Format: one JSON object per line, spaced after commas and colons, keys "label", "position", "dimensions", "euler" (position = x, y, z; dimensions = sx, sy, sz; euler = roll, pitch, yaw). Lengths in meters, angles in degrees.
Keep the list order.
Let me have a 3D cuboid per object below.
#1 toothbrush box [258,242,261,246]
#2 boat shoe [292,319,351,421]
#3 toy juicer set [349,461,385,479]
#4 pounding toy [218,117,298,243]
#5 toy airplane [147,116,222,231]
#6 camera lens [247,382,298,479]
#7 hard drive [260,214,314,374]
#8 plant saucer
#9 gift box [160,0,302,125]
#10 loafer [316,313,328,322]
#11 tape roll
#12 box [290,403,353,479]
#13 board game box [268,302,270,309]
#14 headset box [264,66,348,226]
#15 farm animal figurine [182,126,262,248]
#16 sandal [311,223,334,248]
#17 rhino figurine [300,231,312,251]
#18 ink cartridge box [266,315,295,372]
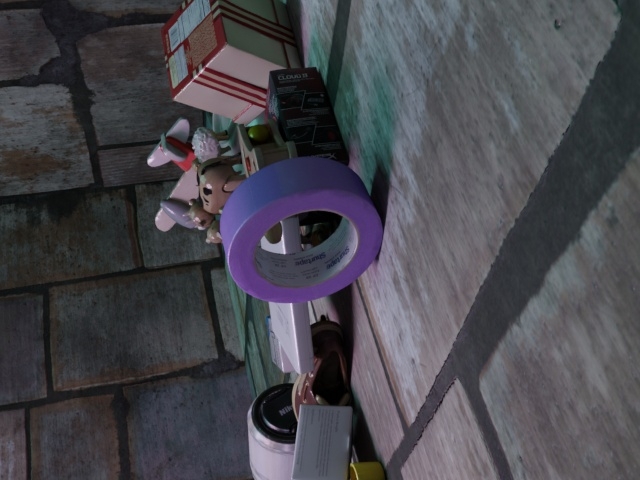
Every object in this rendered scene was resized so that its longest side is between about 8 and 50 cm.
{"label": "toothbrush box", "position": [-0.161, -0.033, 2.154], "dimensions": [0.295, 0.126, 0.216], "euler": [114, 147, -68]}
{"label": "boat shoe", "position": [0.010, 0.352, 1.683], "dimensions": [0.123, 0.123, 0.342], "euler": [-116, 28, -56]}
{"label": "toy juicer set", "position": [0.118, 0.616, 1.435], "dimensions": [0.329, 0.089, 0.209], "euler": [-117, 23, -53]}
{"label": "pounding toy", "position": [-0.127, -0.132, 1.396], "dimensions": [0.154, 0.155, 0.269], "euler": [90, 164, -44]}
{"label": "toy airplane", "position": [-0.353, -0.213, 2.343], "dimensions": [0.272, 0.384, 0.386], "euler": [55, 152, 37]}
{"label": "camera lens", "position": [-0.081, 0.535, 1.952], "dimensions": [0.219, 0.219, 0.274], "euler": [-114, 20, -50]}
{"label": "hard drive", "position": [-0.079, 0.080, 1.590], "dimensions": [0.233, 0.047, 0.353], "euler": [-132, 33, -63]}
{"label": "plant saucer", "position": [-0.215, -0.363, 1.985], "dimensions": [0.400, 0.100, 0.400], "euler": [-173, 90, -66]}
{"label": "gift box", "position": [-0.213, -0.441, 1.743], "dimensions": [0.276, 0.258, 0.255], "euler": [-29, 62, 40]}
{"label": "loafer", "position": [0.012, 0.227, 1.760], "dimensions": [0.125, 0.045, 0.039], "euler": [-112, 26, -55]}
{"label": "tape roll", "position": [-0.034, -0.012, 1.287], "dimensions": [0.275, 0.275, 0.090], "euler": [95, 163, -45]}
{"label": "box", "position": [0.008, 0.483, 1.612], "dimensions": [0.182, 0.119, 0.181], "euler": [86, -172, -47]}
{"label": "board game box", "position": [-0.164, 0.078, 2.414], "dimensions": [0.213, 0.046, 0.317], "euler": [100, 158, -55]}
{"label": "headset box", "position": [-0.043, -0.210, 1.567], "dimensions": [0.218, 0.110, 0.293], "euler": [102, 155, -56]}
{"label": "farm animal figurine", "position": [-0.255, -0.080, 1.860], "dimensions": [0.330, 0.172, 0.326], "euler": [50, 150, 42]}
{"label": "sandal", "position": [0.000, 0.000, 1.650], "dimensions": [0.180, 0.049, 0.072], "euler": [-149, 52, -74]}
{"label": "rhino figurine", "position": [-0.068, 0.003, 1.819], "dimensions": [0.073, 0.106, 0.243], "euler": [133, 128, -73]}
{"label": "ink cartridge box", "position": [-0.097, 0.299, 2.174], "dimensions": [0.203, 0.086, 0.148], "euler": [177, 85, -78]}
